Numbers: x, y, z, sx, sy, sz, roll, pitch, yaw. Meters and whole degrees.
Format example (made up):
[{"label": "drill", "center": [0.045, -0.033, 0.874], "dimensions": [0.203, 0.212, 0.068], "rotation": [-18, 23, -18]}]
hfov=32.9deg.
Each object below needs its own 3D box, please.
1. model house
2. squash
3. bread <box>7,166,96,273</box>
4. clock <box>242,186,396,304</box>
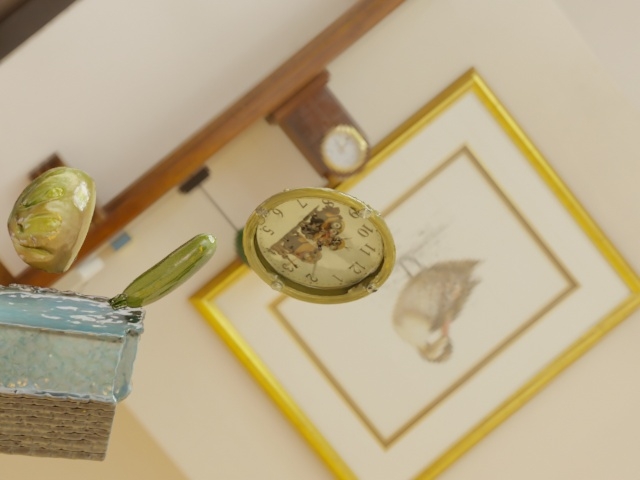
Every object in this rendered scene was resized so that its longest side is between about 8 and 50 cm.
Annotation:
[{"label": "model house", "center": [-0.548, 0.292, 2.177], "dimensions": [0.297, 0.360, 0.339], "rotation": [-143, -118, -73]}, {"label": "squash", "center": [-0.309, 0.071, 2.173], "dimensions": [0.252, 0.066, 0.066], "rotation": [-35, -175, 3]}, {"label": "bread", "center": [-0.546, -0.070, 2.238], "dimensions": [0.156, 0.158, 0.261], "rotation": [-58, -158, 28]}, {"label": "clock", "center": [0.000, 0.000, 1.630], "dimensions": [0.237, 0.237, 0.057], "rotation": [-36, -153, 34]}]
